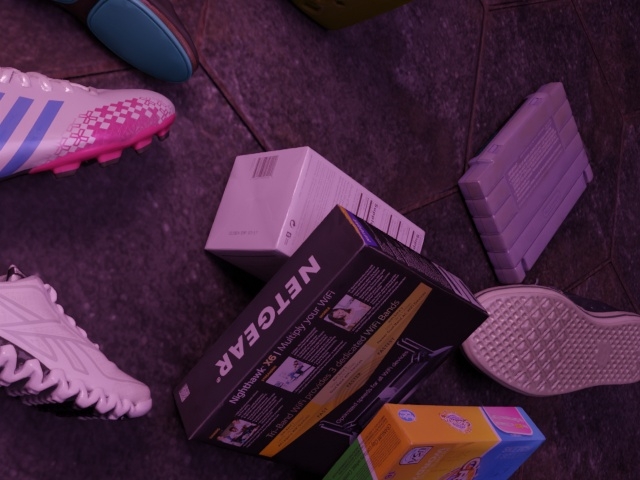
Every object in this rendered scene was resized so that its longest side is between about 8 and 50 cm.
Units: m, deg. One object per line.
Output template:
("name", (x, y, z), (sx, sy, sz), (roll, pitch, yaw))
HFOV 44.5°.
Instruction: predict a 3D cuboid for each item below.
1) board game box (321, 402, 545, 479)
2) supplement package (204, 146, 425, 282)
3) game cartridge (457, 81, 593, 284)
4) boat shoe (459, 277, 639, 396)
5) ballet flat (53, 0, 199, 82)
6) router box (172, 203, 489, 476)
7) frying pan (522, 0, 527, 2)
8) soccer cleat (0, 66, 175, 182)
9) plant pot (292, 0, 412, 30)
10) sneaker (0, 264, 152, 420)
("board game box", (0.140, 0.332, 1.087), (0.316, 0.064, 0.242), (12, 122, -43))
("supplement package", (0.000, 0.000, 1.004), (0.244, 0.139, 0.134), (32, 67, -41))
("game cartridge", (0.385, -0.116, 1.445), (0.355, 0.068, 0.230), (-45, 115, -35))
("boat shoe", (0.401, 0.169, 1.384), (0.500, 0.156, 0.187), (9, 97, -38))
("ballet flat", (-0.235, -0.273, 0.818), (0.280, 0.095, 0.096), (29, 57, -40))
("router box", (0.015, 0.135, 0.935), (0.243, 0.081, 0.309), (30, 109, -40))
("frying pan", (0.420, -0.597, 1.497), (0.197, 0.053, 0.326), (-1, 91, -45))
("soccer cleat", (-0.284, -0.121, 0.744), (0.331, 0.116, 0.143), (-28, 108, -41))
("plant pot", (0.026, -0.430, 0.992), (0.207, 0.227, 0.228), (18, 77, -36))
("sneaker", (-0.276, 0.097, 0.760), (0.292, 0.110, 0.118), (36, 56, -38))
